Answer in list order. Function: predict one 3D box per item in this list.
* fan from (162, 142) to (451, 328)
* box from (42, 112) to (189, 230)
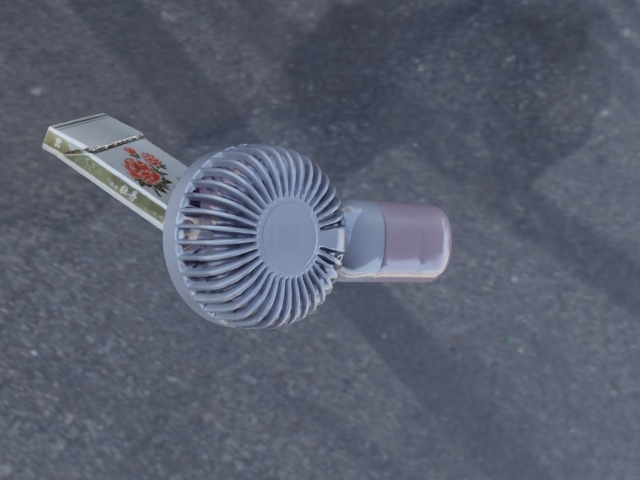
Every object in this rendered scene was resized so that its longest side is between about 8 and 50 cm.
[{"bbox_3d":[0.000,0.000,1.006,0.244,0.074,0.130,4,88,-40],"label":"fan"},{"bbox_3d":[-0.156,-0.054,1.309,0.029,0.198,0.109,-60,169,21],"label":"box"}]
